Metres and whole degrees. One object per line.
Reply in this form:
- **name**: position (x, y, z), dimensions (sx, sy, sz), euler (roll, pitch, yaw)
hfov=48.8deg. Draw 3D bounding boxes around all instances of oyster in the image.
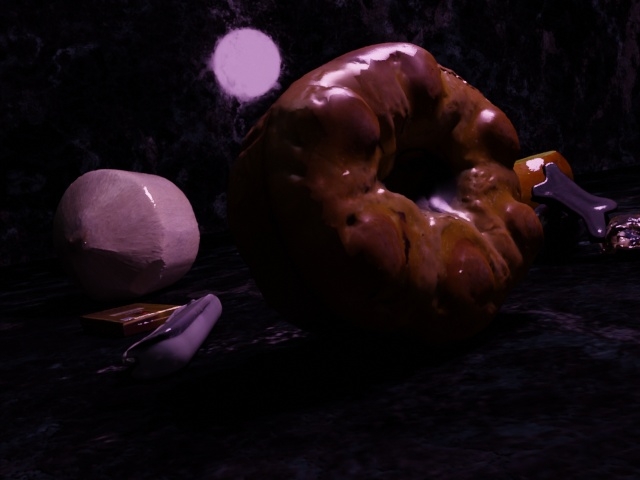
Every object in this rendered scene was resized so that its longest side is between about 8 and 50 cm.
- **oyster**: position (0.429, -0.010, 0.970), dimensions (0.103, 0.051, 0.148), euler (-8, 5, -2)

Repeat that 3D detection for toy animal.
- **toy animal**: position (0.350, -0.010, 1.040), dimensions (0.121, 0.117, 0.210), euler (31, -10, 19)

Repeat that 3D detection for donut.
- **donut**: position (0.068, -0.043, 0.672), dimensions (0.317, 0.299, 0.150), euler (17, -24, -33)

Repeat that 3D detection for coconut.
- **coconut**: position (-0.358, -0.009, 1.268), dimensions (0.237, 0.237, 0.266), euler (-7, 0, 14)

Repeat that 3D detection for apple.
- **apple**: position (0.362, -0.084, 1.255), dimensions (0.147, 0.163, 0.146), euler (14, 10, 37)

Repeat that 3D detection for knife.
- **knife**: position (-0.159, 0.100, 0.783), dimensions (0.073, 0.041, 0.265), euler (-19, 4, 3)

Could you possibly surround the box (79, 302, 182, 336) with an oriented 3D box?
- **box**: position (-0.261, 0.107, 0.972), dimensions (0.090, 0.023, 0.133), euler (-15, 8, -42)
